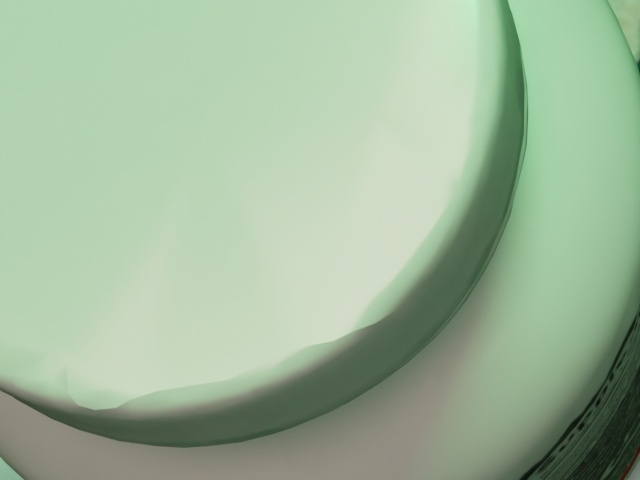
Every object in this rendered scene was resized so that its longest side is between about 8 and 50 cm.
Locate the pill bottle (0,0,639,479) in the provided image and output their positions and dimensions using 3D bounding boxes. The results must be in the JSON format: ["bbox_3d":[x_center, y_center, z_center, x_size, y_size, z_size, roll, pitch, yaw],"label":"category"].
[{"bbox_3d":[0.000,0.000,0.506,0.176,0.318,0.176,-2,77,11],"label":"pill bottle"}]
